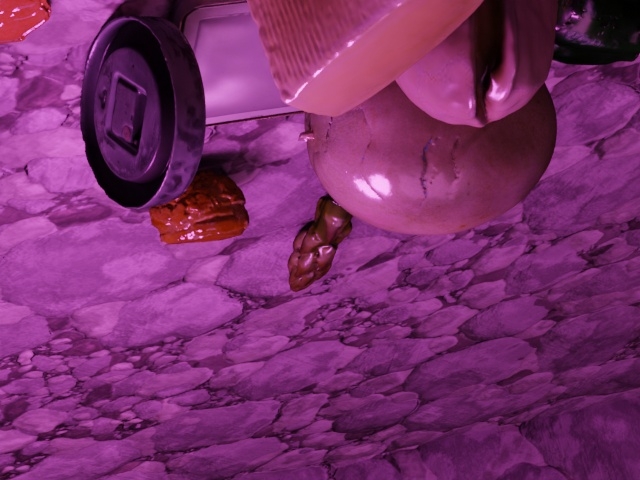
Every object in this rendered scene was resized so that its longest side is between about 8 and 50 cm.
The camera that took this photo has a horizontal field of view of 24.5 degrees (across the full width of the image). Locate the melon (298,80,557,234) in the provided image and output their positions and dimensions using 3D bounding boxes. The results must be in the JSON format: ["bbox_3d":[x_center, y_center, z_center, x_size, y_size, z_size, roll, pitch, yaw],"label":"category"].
[{"bbox_3d":[0.126,-0.138,1.823,0.330,0.268,0.268,-9,154,-28],"label":"melon"}]

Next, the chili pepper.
[{"bbox_3d":[0.292,-0.304,1.801,0.261,0.165,0.174,10,-178,-25],"label":"chili pepper"}]

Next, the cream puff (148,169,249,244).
[{"bbox_3d":[-0.172,-0.047,2.083,0.144,0.103,0.126,-9,-178,-20],"label":"cream puff"}]

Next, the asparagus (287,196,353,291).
[{"bbox_3d":[0.000,0.000,2.352,0.080,0.080,0.287,-6,147,-25],"label":"asparagus"}]

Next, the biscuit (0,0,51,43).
[{"bbox_3d":[-0.350,-0.257,1.630,0.102,0.019,0.130,-13,156,-9],"label":"biscuit"}]

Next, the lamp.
[{"bbox_3d":[-0.063,-0.236,1.842,0.269,0.047,0.266,-10,155,-19],"label":"lamp"}]

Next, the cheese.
[{"bbox_3d":[0.031,-0.299,1.513,0.124,0.265,0.242,5,147,-41],"label":"cheese"}]

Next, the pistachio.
[{"bbox_3d":[0.159,-0.247,1.600,0.207,0.332,0.226,0,137,-3],"label":"pistachio"}]

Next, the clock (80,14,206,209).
[{"bbox_3d":[-0.207,-0.148,1.712,0.049,0.226,0.226,-5,152,-35],"label":"clock"}]
